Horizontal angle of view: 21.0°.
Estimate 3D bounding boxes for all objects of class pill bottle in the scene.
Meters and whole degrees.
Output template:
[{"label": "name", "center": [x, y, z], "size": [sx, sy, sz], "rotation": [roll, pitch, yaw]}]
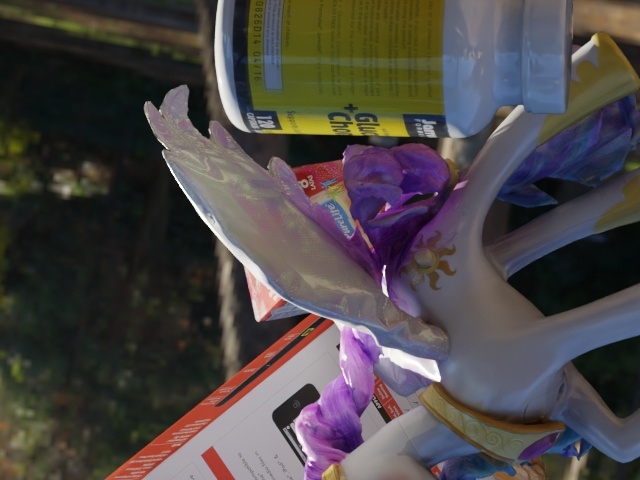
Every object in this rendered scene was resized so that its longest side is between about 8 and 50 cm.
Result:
[{"label": "pill bottle", "center": [0.042, -0.107, 0.937], "size": [0.184, 0.103, 0.103], "rotation": [2, -178, 12]}]

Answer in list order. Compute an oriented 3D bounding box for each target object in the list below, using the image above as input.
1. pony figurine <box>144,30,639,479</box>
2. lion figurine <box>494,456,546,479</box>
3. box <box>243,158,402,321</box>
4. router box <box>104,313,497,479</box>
[{"label": "pony figurine", "center": [0.079, 0.035, 1.122], "size": [0.351, 0.363, 0.303], "rotation": [58, -172, 27]}, {"label": "lion figurine", "center": [0.231, 0.282, 2.369], "size": [0.240, 0.142, 0.392], "rotation": [23, -166, 17]}, {"label": "box", "center": [0.000, 0.000, 1.931], "size": [0.128, 0.123, 0.257], "rotation": [-10, 168, -16]}, {"label": "router box", "center": [0.010, 0.259, 1.355], "size": [0.301, 0.335, 0.082], "rotation": [-37, -170, -29]}]
